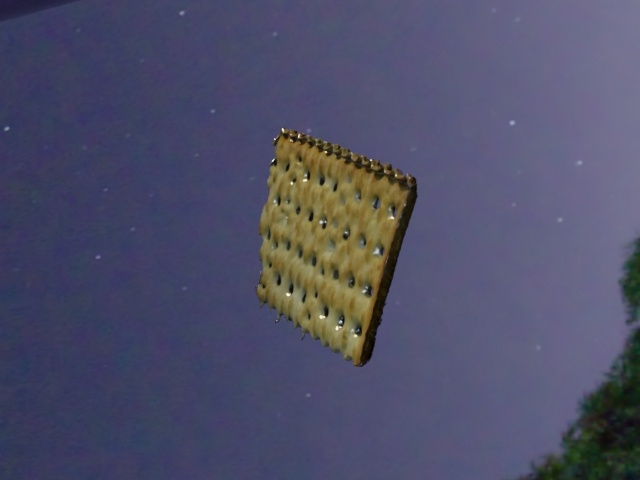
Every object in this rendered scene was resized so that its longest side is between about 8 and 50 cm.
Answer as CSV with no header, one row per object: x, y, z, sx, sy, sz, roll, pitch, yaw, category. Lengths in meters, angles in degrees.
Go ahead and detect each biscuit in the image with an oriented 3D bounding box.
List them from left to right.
-0.001,0.000,0.725,0.016,0.203,0.144,10,-82,-31,biscuit

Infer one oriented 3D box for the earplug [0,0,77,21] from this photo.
-0.392,-0.314,1.036,0.215,0.456,0.215,31,-126,-56,earplug
